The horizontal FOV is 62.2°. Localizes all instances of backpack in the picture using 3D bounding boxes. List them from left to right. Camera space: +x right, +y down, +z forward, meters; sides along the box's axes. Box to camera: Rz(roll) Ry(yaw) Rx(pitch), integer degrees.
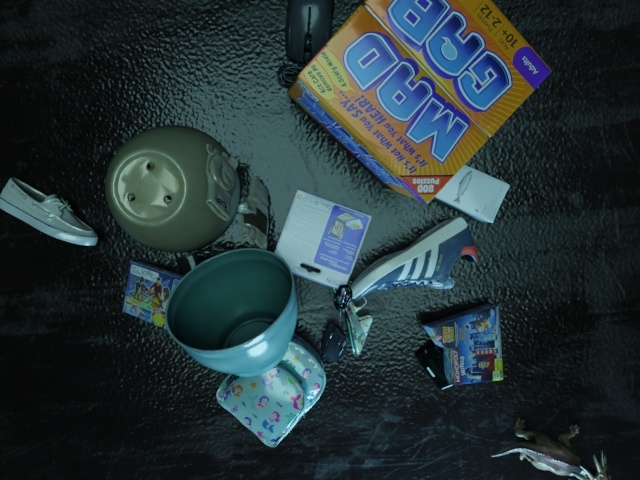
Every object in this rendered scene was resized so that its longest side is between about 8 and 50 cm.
[{"bbox_3d":[-0.114,0.361,1.338,0.225,0.191,0.253,43,88,-2],"label":"backpack"}]

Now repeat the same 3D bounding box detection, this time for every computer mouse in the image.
[{"bbox_3d":[-0.019,-0.526,1.319,0.188,0.072,0.272,-1,94,1],"label":"computer mouse"},{"bbox_3d":[0.039,0.212,1.342,0.041,0.071,0.242,-13,125,-33],"label":"computer mouse"}]

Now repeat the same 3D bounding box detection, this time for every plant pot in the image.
[{"bbox_3d":[-0.179,0.189,1.220,0.293,0.293,0.196,-16,131,1],"label":"plant pot"}]

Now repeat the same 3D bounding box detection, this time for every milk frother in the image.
[{"bbox_3d":[-0.286,0.088,1.329,0.129,0.143,0.135,-21,92,-6],"label":"milk frother"}]

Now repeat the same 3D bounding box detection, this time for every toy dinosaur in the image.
[{"bbox_3d":[0.600,0.551,1.343,0.295,0.200,0.127,11,94,-1],"label":"toy dinosaur"}]

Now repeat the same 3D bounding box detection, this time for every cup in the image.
[{"bbox_3d":[-0.372,-0.122,1.267,0.331,0.237,0.331,0,95,0],"label":"cup"}]

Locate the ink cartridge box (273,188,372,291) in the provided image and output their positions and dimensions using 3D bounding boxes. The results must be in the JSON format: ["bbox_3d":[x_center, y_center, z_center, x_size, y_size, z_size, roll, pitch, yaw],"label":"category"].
[{"bbox_3d":[0.000,0.000,1.358,0.206,0.045,0.208,20,86,2],"label":"ink cartridge box"}]

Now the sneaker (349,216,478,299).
[{"bbox_3d":[0.242,0.083,1.329,0.350,0.131,0.148,-30,93,-4],"label":"sneaker"}]

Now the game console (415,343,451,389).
[{"bbox_3d":[0.334,0.318,1.418,0.107,0.071,0.122,-34,94,32],"label":"game console"}]

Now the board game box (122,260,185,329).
[{"bbox_3d":[-0.411,0.139,1.337,0.201,0.035,0.136,14,96,30],"label":"board game box"}]

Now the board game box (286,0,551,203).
[{"bbox_3d":[0.182,-0.347,1.167,0.356,0.356,0.356,42,93,-13],"label":"board game box"}]

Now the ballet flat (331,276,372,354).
[{"bbox_3d":[0.088,0.184,1.377,0.079,0.077,0.221,-19,90,-2],"label":"ballet flat"}]

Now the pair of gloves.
[{"bbox_3d":[-0.195,-0.097,1.251,0.042,0.240,0.204,-20,53,21],"label":"pair of gloves"}]

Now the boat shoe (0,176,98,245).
[{"bbox_3d":[-0.680,-0.074,1.343,0.267,0.096,0.088,27,98,6],"label":"boat shoe"}]

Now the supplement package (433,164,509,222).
[{"bbox_3d":[0.359,-0.128,1.336,0.179,0.105,0.105,23,95,-2],"label":"supplement package"}]

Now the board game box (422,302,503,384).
[{"bbox_3d":[0.363,0.263,1.361,0.194,0.060,0.194,-1,88,-12],"label":"board game box"}]
